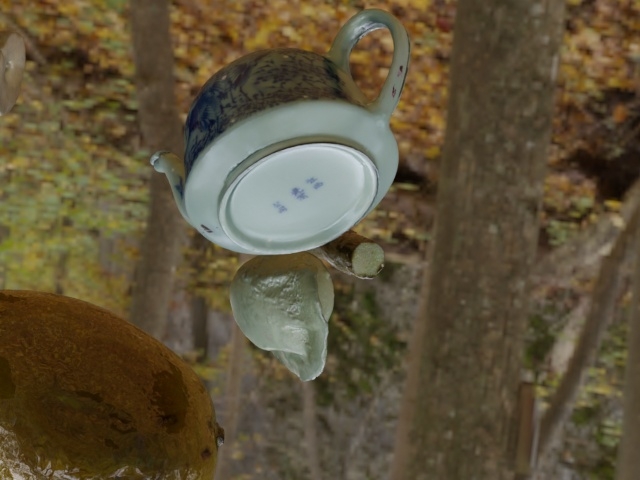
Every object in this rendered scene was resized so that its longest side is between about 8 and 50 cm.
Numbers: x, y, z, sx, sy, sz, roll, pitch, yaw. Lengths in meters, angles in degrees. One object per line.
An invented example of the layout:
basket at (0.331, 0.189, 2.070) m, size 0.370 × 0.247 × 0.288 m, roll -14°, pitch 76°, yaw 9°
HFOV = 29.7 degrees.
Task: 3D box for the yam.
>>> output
yam at (0.000, 0.000, 1.598) m, size 0.061 × 0.061 × 0.253 m, roll 3°, pitch -171°, yaw -32°

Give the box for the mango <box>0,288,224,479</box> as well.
mango at (-0.338, 0.226, 1.544) m, size 0.445 × 0.301 × 0.220 m, roll 26°, pitch 172°, yaw -5°

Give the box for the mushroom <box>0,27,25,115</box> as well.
mushroom at (-0.585, -0.247, 1.719) m, size 0.353 × 0.353 × 0.325 m, roll 6°, pitch 161°, yaw -6°

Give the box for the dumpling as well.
dumpling at (-0.053, 0.081, 1.427) m, size 0.108 × 0.152 × 0.219 m, roll 15°, pitch 172°, yaw -18°

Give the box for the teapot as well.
teapot at (-0.030, -0.084, 0.892) m, size 0.232 × 0.159 × 0.159 m, roll -33°, pitch 172°, yaw 19°
